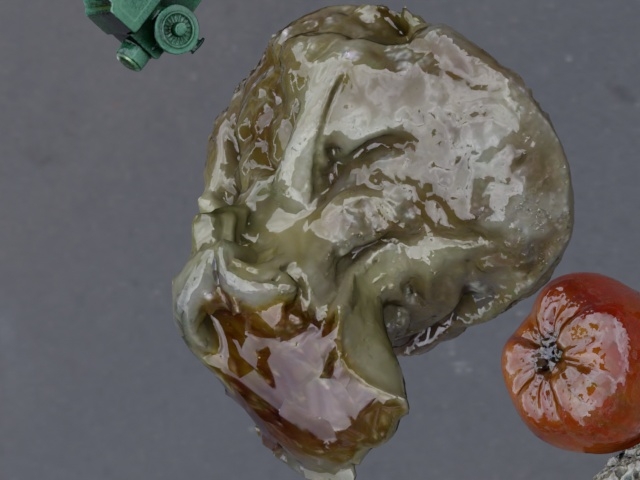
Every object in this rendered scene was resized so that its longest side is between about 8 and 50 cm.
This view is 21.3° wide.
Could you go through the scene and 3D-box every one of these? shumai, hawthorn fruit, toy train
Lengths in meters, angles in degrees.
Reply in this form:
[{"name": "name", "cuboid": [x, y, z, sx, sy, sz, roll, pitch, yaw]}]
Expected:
[{"name": "shumai", "cuboid": [0.000, 0.000, 0.726, 0.209, 0.153, 0.161, -1, 125, 49]}, {"name": "hawthorn fruit", "cuboid": [0.195, 0.086, 1.163, 0.125, 0.140, 0.125, -166, 90, -89]}, {"name": "toy train", "cuboid": [-0.118, -0.217, 1.345, 0.172, 0.099, 0.070, -56, 29, -16]}]

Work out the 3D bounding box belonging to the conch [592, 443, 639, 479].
[{"name": "conch", "cuboid": [0.265, 0.243, 1.308, 0.163, 0.245, 0.178, 34, 155, 25]}]
